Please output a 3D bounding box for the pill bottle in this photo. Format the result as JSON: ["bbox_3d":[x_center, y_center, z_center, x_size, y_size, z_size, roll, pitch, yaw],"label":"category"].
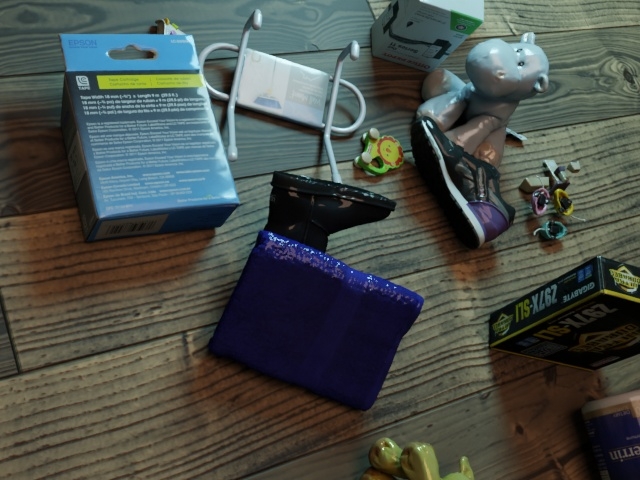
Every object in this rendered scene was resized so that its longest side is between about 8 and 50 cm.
[{"bbox_3d":[0.598,0.419,1.528,0.153,0.153,0.264,-4,70,-27],"label":"pill bottle"}]

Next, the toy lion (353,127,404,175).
[{"bbox_3d":[0.122,-0.171,1.633,0.096,0.034,0.100,31,58,-20],"label":"toy lion"}]

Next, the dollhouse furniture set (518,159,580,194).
[{"bbox_3d":[0.484,-0.157,1.779,0.114,0.091,0.081,-4,55,-24],"label":"dollhouse furniture set"}]

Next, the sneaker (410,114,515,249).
[{"bbox_3d":[0.286,-0.132,1.637,0.124,0.107,0.283,-28,91,-15],"label":"sneaker"}]

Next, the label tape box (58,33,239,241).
[{"bbox_3d":[-0.301,-0.179,1.383,0.241,0.106,0.333,-7,71,-29],"label":"label tape box"}]

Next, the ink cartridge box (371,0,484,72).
[{"bbox_3d":[0.217,-0.449,1.695,0.153,0.208,0.087,11,67,-21],"label":"ink cartridge box"}]

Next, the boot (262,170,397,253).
[{"bbox_3d":[0.000,0.000,1.421,0.246,0.094,0.207,9,101,-30],"label":"boot"}]

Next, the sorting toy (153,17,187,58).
[{"bbox_3d":[-0.269,-0.371,1.528,0.075,0.045,0.083,18,60,-40],"label":"sorting toy"}]

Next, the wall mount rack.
[{"bbox_3d":[-0.059,-0.251,1.521,0.350,0.130,0.304,13,77,-19],"label":"wall mount rack"}]

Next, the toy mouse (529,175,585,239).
[{"bbox_3d":[0.480,-0.054,1.739,0.143,0.031,0.161,-47,109,-27],"label":"toy mouse"}]

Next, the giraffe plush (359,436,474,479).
[{"bbox_3d":[0.187,0.418,1.332,0.170,0.210,0.181,14,93,-46],"label":"giraffe plush"}]

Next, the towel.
[{"bbox_3d":[-0.008,0.134,1.357,0.308,0.076,0.227,24,98,-18],"label":"towel"}]

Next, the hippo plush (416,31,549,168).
[{"bbox_3d":[0.367,-0.283,1.675,0.294,0.236,0.234,5,66,-24],"label":"hippo plush"}]

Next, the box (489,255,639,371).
[{"bbox_3d":[0.506,0.145,1.503,0.257,0.322,0.079,16,61,-20],"label":"box"}]
